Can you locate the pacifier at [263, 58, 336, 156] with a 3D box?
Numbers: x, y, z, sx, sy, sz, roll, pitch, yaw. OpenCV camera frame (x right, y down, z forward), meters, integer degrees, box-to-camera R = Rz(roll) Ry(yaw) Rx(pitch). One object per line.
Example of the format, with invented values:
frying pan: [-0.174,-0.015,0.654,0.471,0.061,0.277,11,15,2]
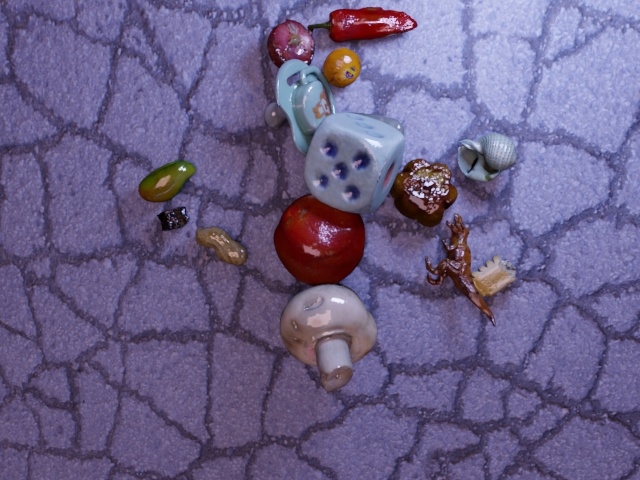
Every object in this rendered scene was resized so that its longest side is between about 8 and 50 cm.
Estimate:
pacifier: [-0.085,-0.467,1.672,0.269,0.288,0.343,4,125,37]

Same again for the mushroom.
mushroom: [0.047,0.320,1.643,0.325,0.353,0.353,-21,100,-32]

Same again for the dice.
dice: [0.114,-0.264,1.570,0.263,0.268,0.264,25,121,16]

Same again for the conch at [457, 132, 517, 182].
conch: [0.599,-0.302,1.665,0.200,0.131,0.172,39,132,36]

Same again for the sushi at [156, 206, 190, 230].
sushi: [-0.579,-0.083,1.832,0.094,0.098,0.084,-15,95,26]

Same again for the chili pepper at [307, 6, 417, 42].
chili pepper: [0.144,-0.754,1.635,0.388,0.110,0.110,-1,100,2]

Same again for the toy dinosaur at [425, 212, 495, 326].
toy dinosaur: [0.496,0.121,1.745,0.208,0.097,0.432,-14,80,18]

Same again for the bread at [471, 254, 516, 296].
bread: [0.646,0.133,1.758,0.177,0.084,0.119,-35,94,10]

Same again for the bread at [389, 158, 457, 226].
bread: [0.378,-0.189,1.701,0.247,0.135,0.232,35,88,2]

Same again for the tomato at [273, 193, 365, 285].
tomato: [0.000,0.000,1.675,0.325,0.293,0.289,-25,57,-20]

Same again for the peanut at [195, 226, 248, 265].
peanut: [-0.385,0.018,1.823,0.229,0.098,0.103,38,74,0]

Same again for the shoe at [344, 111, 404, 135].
shoe: [0.180,-0.409,1.697,0.251,0.100,0.103,9,100,6]

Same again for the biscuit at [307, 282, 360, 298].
biscuit: [0.030,0.296,1.845,0.296,0.075,0.295,1,102,4]

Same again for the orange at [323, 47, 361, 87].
orange: [0.072,-0.615,1.657,0.117,0.136,0.135,42,103,32]

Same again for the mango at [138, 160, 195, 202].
mango: [-0.586,-0.224,1.793,0.233,0.111,0.125,-27,111,-3]

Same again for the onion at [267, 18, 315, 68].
onion: [-0.115,-0.684,1.663,0.184,0.147,0.183,-4,96,-37]
